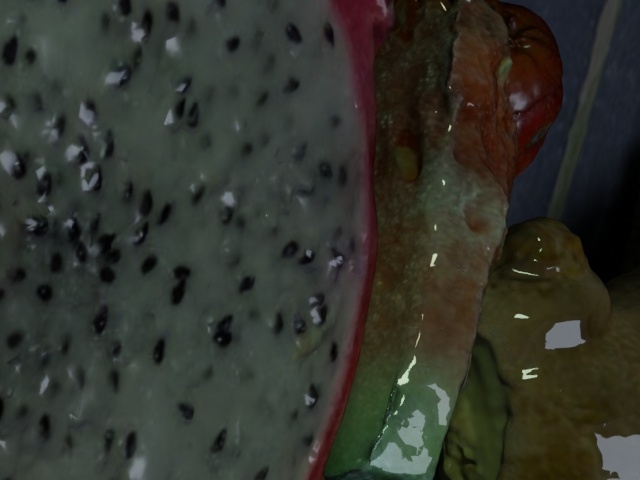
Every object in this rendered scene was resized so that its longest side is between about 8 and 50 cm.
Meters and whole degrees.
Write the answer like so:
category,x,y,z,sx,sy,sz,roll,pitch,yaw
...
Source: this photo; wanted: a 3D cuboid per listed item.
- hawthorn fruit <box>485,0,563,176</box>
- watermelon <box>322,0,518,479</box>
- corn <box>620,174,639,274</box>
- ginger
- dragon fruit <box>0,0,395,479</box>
category,x,y,z,sx,sy,sz,roll,pitch,yaw
hawthorn fruit,0.070,-0.068,0.719,0.093,0.093,0.093,-26,125,-43
watermelon,0.000,0.000,0.597,0.140,0.193,0.257,38,61,-53
corn,0.218,0.043,0.956,0.087,0.087,0.211,-1,101,-52
ginger,0.164,0.073,0.823,0.275,0.130,0.221,-44,104,-25
dragon fruit,-0.124,-0.017,0.414,0.290,0.189,0.291,-17,111,-51
